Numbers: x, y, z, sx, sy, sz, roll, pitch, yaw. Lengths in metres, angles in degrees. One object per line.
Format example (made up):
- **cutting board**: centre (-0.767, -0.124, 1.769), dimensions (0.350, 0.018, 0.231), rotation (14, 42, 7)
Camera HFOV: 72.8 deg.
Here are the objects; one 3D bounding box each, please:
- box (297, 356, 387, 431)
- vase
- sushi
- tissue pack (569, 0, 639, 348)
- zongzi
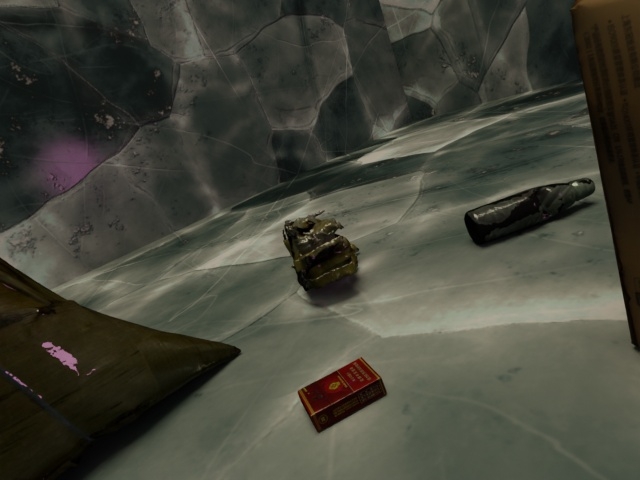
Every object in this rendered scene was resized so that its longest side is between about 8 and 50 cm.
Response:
- **box**: centre (0.022, 0.160, 0.457), dimensions (0.082, 0.023, 0.051), rotation (-24, 15, -13)
- **vase**: centre (0.346, -0.056, 0.711), dimensions (0.211, 0.060, 0.060), rotation (-21, 16, 1)
- **sushi**: centre (0.003, 0.007, 0.805), dimensions (0.139, 0.131, 0.291), rotation (-23, 8, -4)
- **tissue pack**: centre (0.355, -0.079, 0.325), dimensions (0.238, 0.305, 0.238), rotation (-21, 17, 7)
- **zongzi**: centre (-0.307, 0.101, 0.534), dimensions (0.360, 0.323, 0.160), rotation (-25, 8, -31)
